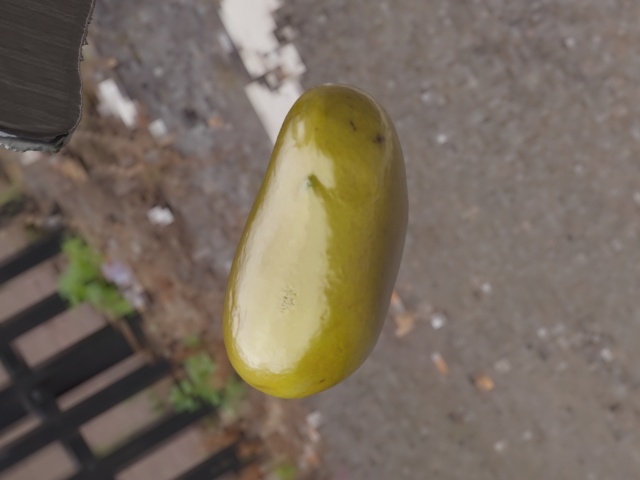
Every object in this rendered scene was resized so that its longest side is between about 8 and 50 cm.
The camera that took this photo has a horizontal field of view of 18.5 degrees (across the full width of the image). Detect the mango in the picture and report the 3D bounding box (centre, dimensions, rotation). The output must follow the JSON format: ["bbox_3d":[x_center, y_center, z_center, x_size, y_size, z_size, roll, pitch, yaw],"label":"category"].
[{"bbox_3d":[0.000,0.000,0.893,0.076,0.103,0.161,19,125,12],"label":"mango"}]

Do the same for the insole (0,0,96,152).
[{"bbox_3d":[-0.154,-0.128,0.926,0.309,0.110,0.012,-100,32,-56],"label":"insole"}]
